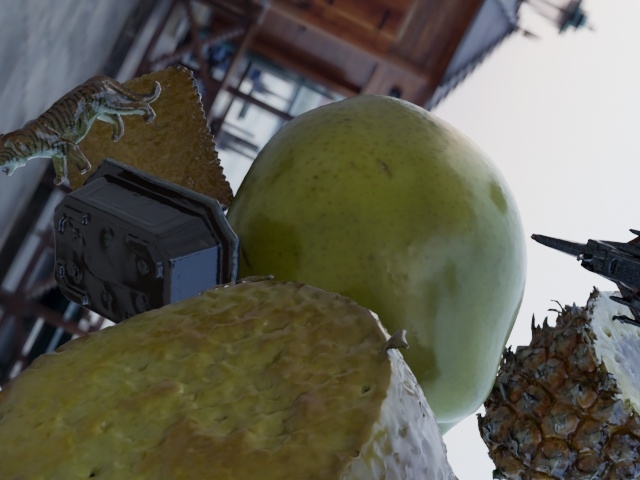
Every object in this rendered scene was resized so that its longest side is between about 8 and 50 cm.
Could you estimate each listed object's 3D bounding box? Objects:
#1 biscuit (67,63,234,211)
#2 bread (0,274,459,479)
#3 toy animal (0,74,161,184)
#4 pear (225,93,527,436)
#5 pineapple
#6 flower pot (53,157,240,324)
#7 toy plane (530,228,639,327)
[{"bbox_3d":[-0.270,-0.124,2.050,0.013,0.236,0.232,-63,136,-79],"label":"biscuit"},{"bbox_3d":[-0.091,0.206,1.006,0.398,0.398,0.215,-69,148,-55],"label":"bread"},{"bbox_3d":[-0.314,-0.146,1.772,0.241,0.099,0.057,-39,-159,-9],"label":"toy animal"},{"bbox_3d":[0.062,0.035,1.596,0.362,0.362,0.418,121,-39,-62],"label":"pear"},{"bbox_3d":[0.414,0.268,2.161,0.300,0.352,0.352,-39,-166,24],"label":"pineapple"},{"bbox_3d":[-0.202,0.023,1.475,0.084,0.251,0.179,-20,121,-44],"label":"flower pot"},{"bbox_3d":[0.293,0.024,1.329,0.061,0.189,0.130,-36,140,-69],"label":"toy plane"}]
